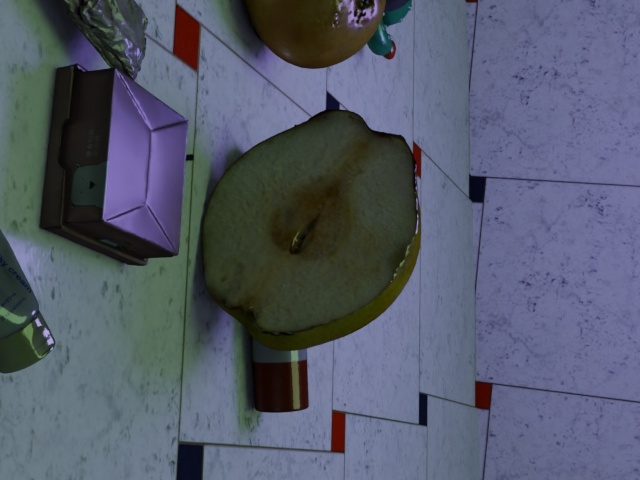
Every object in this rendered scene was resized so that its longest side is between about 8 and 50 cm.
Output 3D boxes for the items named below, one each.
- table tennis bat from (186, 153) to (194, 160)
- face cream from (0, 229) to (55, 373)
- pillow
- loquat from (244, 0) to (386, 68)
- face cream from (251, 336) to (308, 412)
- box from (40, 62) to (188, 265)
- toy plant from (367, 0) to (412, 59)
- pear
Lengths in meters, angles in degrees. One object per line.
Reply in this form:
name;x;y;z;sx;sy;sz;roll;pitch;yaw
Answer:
table tennis bat;-0.214;-0.125;1.657;0.083;0.007;0.050;-13;99;-67
face cream;-0.364;0.033;1.173;0.224;0.070;0.114;69;26;-21
pillow;-0.289;-0.324;1.372;0.135;0.049;0.248;-88;153;-43
loquat;-0.014;-0.435;1.930;0.263;0.263;0.263;-3;90;-70
face cream;-0.071;0.181;1.876;0.096;0.096;0.214;-2;89;-70
box;-0.260;-0.094;1.419;0.215;0.086;0.215;34;55;-64
toy plant;0.137;-0.571;2.422;0.400;0.185;0.279;70;11;-79
pear;0.000;0.000;1.761;0.386;0.340;0.191;-51;157;-12
